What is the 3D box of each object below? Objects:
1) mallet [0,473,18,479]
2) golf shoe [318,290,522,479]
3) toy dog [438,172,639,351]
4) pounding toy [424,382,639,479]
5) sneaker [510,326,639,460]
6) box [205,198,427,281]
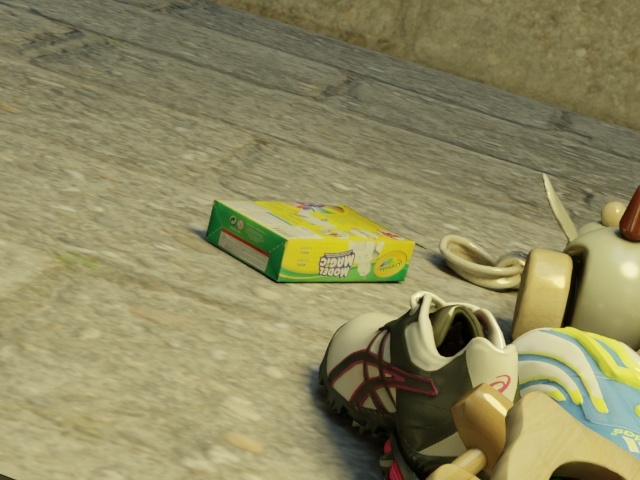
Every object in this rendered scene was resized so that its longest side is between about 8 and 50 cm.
[{"bbox_3d":[-0.160,0.155,0.752,0.062,0.039,0.189,16,19,-11],"label":"mallet"},{"bbox_3d":[0.075,0.085,1.099,0.105,0.120,0.273,10,14,-16],"label":"golf shoe"},{"bbox_3d":[0.255,0.005,1.507,0.220,0.161,0.333,12,15,-16],"label":"toy dog"},{"bbox_3d":[0.101,0.184,0.847,0.154,0.155,0.269,44,24,-4],"label":"pounding toy"},{"bbox_3d":[0.174,0.124,1.111,0.126,0.091,0.240,3,20,-39],"label":"sneaker"},{"bbox_3d":[0.000,0.000,1.494,0.179,0.043,0.105,-1,22,-43],"label":"box"}]
